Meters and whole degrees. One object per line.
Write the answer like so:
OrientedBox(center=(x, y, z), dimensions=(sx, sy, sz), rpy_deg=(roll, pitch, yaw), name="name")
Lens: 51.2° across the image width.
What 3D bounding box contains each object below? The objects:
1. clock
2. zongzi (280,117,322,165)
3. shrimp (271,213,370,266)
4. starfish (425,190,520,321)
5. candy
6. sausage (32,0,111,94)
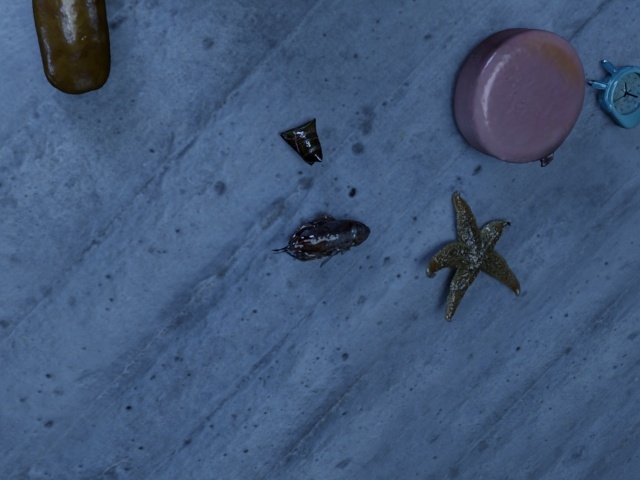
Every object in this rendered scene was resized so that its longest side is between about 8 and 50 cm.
OrientedBox(center=(0.602, -0.299, 1.335), dimensions=(0.147, 0.045, 0.108), rpy_deg=(29, 97, -27), name="clock")
OrientedBox(center=(-0.022, -0.156, 1.154), dimensions=(0.067, 0.073, 0.083), rpy_deg=(-27, 78, -9), name="zongzi")
OrientedBox(center=(0.001, 0.000, 1.211), dimensions=(0.190, 0.075, 0.073), rpy_deg=(-17, 148, -21), name="shrimp")
OrientedBox(center=(0.307, 0.051, 1.360), dimensions=(0.231, 0.048, 0.295), rpy_deg=(-47, 121, -10), name="starfish")
OrientedBox(center=(0.369, -0.259, 1.232), dimensions=(0.255, 0.094, 0.255), rpy_deg=(-7, 113, -18), name="candy")
OrientedBox(center=(-0.347, -0.337, 0.924), dimensions=(0.109, 0.109, 0.270), rpy_deg=(-7, 115, -19), name="sausage")
